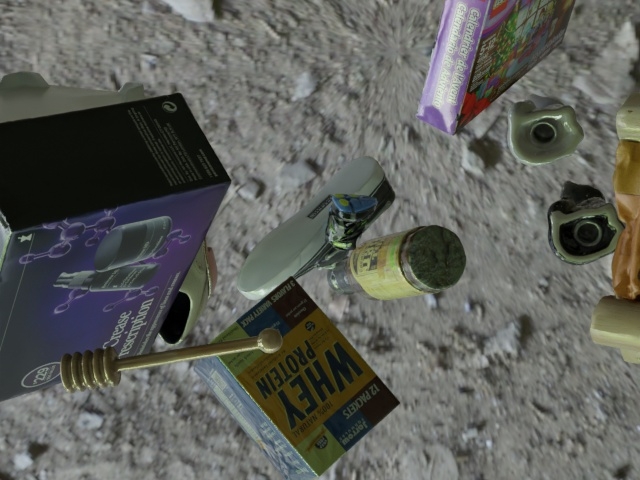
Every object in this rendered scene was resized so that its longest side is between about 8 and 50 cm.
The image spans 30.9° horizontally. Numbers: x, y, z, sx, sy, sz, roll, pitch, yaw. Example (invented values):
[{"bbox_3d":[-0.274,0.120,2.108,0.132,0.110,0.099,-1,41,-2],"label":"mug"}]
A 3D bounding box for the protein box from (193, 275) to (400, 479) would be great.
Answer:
[{"bbox_3d":[-0.037,0.181,1.440,0.136,0.200,0.201,-39,85,-18],"label":"protein box"}]

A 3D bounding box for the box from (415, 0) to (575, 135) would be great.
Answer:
[{"bbox_3d":[0.226,-0.272,1.360,0.057,0.293,0.201,29,135,21],"label":"box"}]

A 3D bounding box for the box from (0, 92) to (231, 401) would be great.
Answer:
[{"bbox_3d":[-0.206,0.014,0.935,0.103,0.184,0.261,60,143,24],"label":"box"}]

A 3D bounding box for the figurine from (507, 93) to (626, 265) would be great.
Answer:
[{"bbox_3d":[0.310,-0.092,1.486,0.092,0.209,0.215,-23,97,14],"label":"figurine"}]

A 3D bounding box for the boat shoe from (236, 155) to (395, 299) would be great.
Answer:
[{"bbox_3d":[0.000,0.000,1.834,0.301,0.108,0.102,-46,125,-14],"label":"boat shoe"}]

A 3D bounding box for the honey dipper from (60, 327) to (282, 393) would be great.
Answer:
[{"bbox_3d":[-0.106,0.084,0.831,0.160,0.030,0.031,-9,99,5],"label":"honey dipper"}]

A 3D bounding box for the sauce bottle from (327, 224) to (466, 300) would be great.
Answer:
[{"bbox_3d":[0.112,0.047,1.942,0.111,0.344,0.112,4,80,-26],"label":"sauce bottle"}]

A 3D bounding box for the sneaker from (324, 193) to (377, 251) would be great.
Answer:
[{"bbox_3d":[0.043,-0.024,1.675,0.067,0.188,0.078,5,81,-4],"label":"sneaker"}]

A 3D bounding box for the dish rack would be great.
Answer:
[{"bbox_3d":[-0.355,-0.140,1.381,0.285,0.333,0.072,10,111,24],"label":"dish rack"}]

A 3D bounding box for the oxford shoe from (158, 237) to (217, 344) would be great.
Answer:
[{"bbox_3d":[-0.248,0.002,1.820,0.140,0.147,0.397,-3,135,14],"label":"oxford shoe"}]

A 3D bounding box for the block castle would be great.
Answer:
[{"bbox_3d":[0.500,0.006,1.270,0.212,0.453,0.303,10,93,40],"label":"block castle"}]
